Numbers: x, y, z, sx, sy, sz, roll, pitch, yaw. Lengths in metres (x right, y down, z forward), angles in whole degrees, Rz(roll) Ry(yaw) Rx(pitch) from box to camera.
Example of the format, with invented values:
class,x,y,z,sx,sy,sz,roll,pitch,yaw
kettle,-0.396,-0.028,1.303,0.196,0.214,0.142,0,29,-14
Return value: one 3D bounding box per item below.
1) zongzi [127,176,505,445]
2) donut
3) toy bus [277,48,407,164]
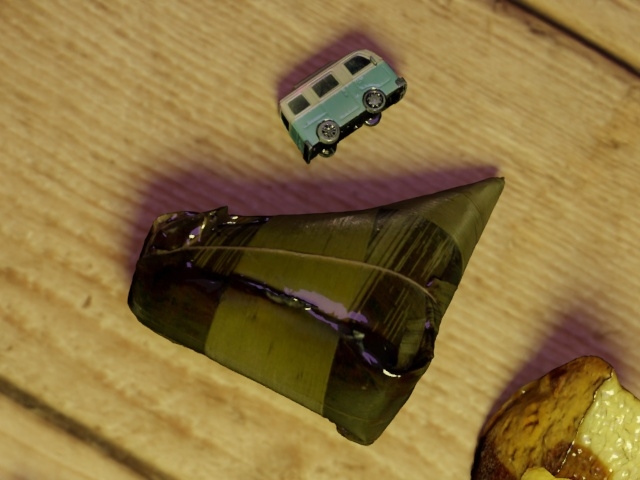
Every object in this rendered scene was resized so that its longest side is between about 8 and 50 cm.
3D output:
class,x,y,z,sx,sy,sz,roll,pitch,yaw
zongzi,0.000,0.000,1.359,0.289,0.154,0.317,28,57,3
donut,0.209,0.243,1.323,0.112,0.151,0.295,28,95,-17
toy bus,0.020,-0.141,1.413,0.123,0.060,0.075,-35,81,-10
